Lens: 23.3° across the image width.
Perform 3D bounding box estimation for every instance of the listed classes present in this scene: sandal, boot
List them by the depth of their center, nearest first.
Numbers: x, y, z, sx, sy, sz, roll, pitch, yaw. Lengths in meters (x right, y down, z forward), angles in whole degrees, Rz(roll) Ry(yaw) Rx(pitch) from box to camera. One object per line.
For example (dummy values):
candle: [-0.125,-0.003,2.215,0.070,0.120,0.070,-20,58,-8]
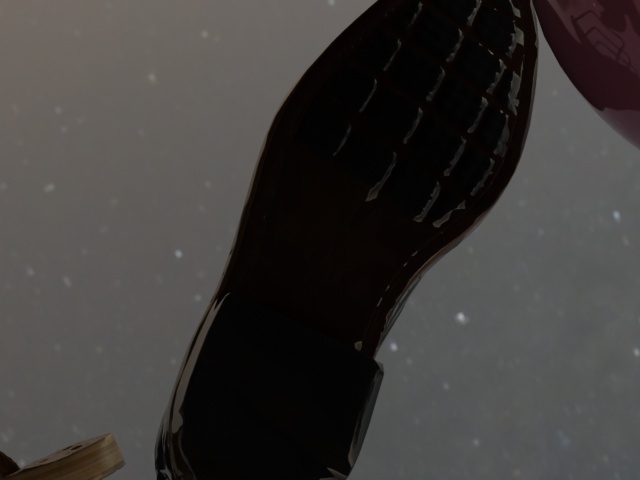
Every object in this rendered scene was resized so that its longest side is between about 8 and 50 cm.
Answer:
boot: [0.000,0.000,0.544,0.219,0.082,0.106,-61,-170,-22]
sandal: [-0.239,0.147,1.031,0.240,0.079,0.088,-21,-179,27]

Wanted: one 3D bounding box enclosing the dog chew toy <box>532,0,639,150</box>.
dog chew toy: [0.127,-0.102,0.366,0.207,0.331,0.206,-20,177,-1]
